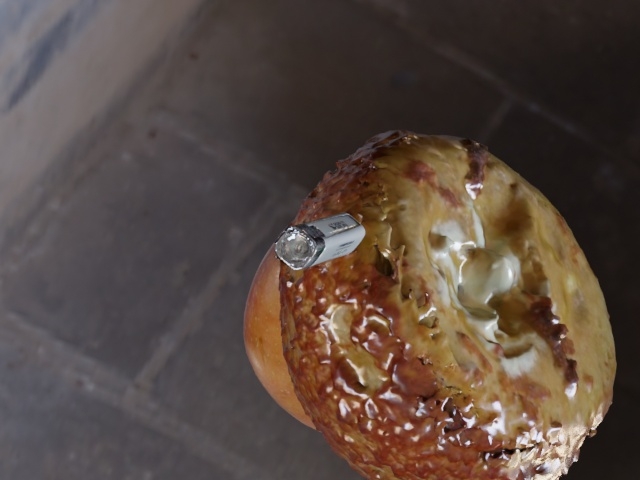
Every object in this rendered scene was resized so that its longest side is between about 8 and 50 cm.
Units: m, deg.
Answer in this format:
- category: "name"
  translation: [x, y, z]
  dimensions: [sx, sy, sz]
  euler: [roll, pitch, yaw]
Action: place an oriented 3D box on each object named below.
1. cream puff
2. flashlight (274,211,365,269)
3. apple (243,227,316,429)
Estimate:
- category: "cream puff"
  translation: [0.070, 0.050, 1.153]
  dimensions: [0.240, 0.164, 0.240]
  euler: [21, 49, -26]
- category: "flashlight"
  translation: [0.000, 0.000, 0.893]
  dimensions: [0.018, 0.018, 0.083]
  euler: [40, 14, 10]
- category: "apple"
  translation: [0.035, 0.071, 1.617]
  dimensions: [0.201, 0.201, 0.162]
  euler: [7, 21, -17]
